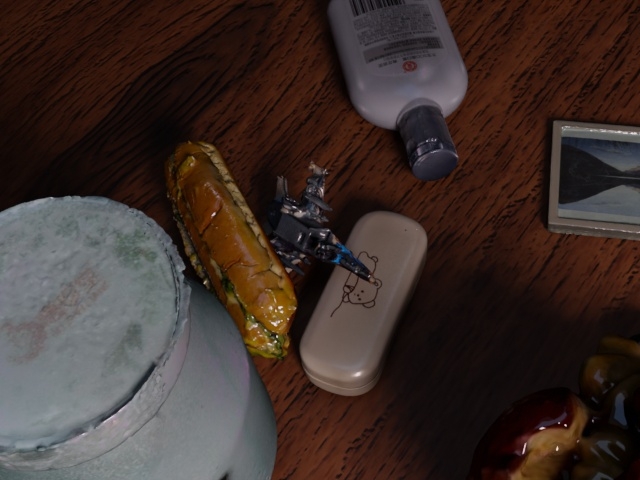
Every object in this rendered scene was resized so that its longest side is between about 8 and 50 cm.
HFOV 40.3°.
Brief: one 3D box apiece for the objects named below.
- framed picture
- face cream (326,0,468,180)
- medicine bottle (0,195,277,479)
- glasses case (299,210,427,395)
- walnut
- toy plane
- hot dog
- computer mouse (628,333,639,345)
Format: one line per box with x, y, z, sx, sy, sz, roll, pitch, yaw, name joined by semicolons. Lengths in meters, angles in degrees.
0.349;-0.063;0.938;0.203;0.015;0.150;7;57;10;framed picture
0.099;-0.197;1.021;0.143;0.071;0.291;-13;55;-2;face cream
-0.172;0.122;0.704;0.244;0.290;0.245;-3;56;4;medicine bottle
0.045;0.059;0.868;0.083;0.050;0.196;14;59;17;glasses case
0.243;0.193;0.633;0.221;0.269;0.244;-5;44;42;walnut
-0.009;-0.002;0.869;0.062;0.135;0.188;14;16;-31;toy plane
-0.093;0.004;0.880;0.072;0.115;0.269;-11;50;-26;hot dog
0.330;0.133;0.791;0.135;0.047;0.079;28;75;10;computer mouse
